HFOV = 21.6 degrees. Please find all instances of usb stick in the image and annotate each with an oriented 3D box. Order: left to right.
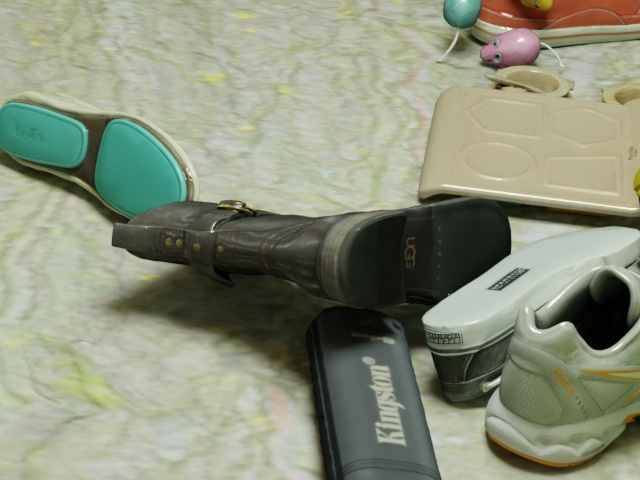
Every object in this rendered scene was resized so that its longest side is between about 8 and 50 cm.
[{"bbox_3d":[0.037,0.131,1.124,0.077,0.045,0.278,2,29,-7],"label":"usb stick"}]

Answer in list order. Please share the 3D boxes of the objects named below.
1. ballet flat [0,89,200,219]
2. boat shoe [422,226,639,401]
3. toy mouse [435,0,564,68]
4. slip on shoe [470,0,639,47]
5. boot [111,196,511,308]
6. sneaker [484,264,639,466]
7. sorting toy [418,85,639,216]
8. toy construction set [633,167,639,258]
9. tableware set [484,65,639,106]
[{"bbox_3d":[-0.173,-0.074,1.430,0.248,0.086,0.086,26,36,35],"label":"ballet flat"},{"bbox_3d":[0.162,0.051,1.256,0.219,0.070,0.077,-26,22,-34],"label":"boat shoe"},{"bbox_3d":[0.176,-0.225,1.708,0.143,0.161,0.031,-33,-2,1],"label":"toy mouse"},{"bbox_3d":[0.310,-0.281,1.820,0.331,0.101,0.123,-11,31,-27],"label":"slip on shoe"},{"bbox_3d":[0.000,0.000,1.294,0.229,0.091,0.263,7,2,39],"label":"boot"},{"bbox_3d":[0.231,0.064,1.189,0.262,0.121,0.099,-21,39,-37],"label":"sneaker"},{"bbox_3d":[0.200,-0.078,1.515,0.208,0.038,0.193,4,33,8],"label":"sorting toy"},{"bbox_3d":[0.396,-0.017,1.334,0.257,0.237,0.309,15,32,-49],"label":"toy construction set"},{"bbox_3d":[0.258,-0.144,1.634,0.194,0.039,0.128,10,31,10],"label":"tableware set"}]
